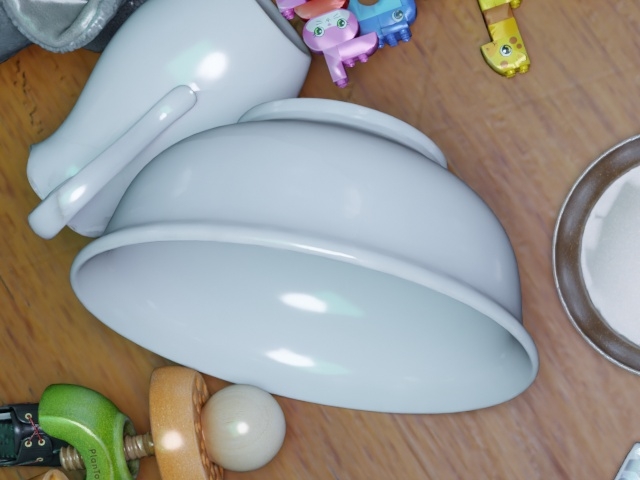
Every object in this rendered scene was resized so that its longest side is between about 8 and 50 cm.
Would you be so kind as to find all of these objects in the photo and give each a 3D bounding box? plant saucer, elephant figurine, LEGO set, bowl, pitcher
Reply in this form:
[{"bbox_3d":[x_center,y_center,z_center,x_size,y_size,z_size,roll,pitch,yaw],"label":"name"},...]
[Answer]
[{"bbox_3d":[0.239,0.010,1.101,0.168,0.029,0.169,-1,87,14],"label":"plant saucer"},{"bbox_3d":[-0.180,-0.197,1.156,0.239,0.186,0.169,4,46,9],"label":"elephant figurine"},{"bbox_3d":[0.096,-0.152,1.123,0.227,0.087,0.093,-19,84,6],"label":"LEGO set"},{"bbox_3d":[0.000,0.000,1.053,0.297,0.298,0.134,6,69,15],"label":"bowl"},{"bbox_3d":[-0.110,-0.083,1.121,0.207,0.178,0.125,-40,102,9],"label":"pitcher"}]

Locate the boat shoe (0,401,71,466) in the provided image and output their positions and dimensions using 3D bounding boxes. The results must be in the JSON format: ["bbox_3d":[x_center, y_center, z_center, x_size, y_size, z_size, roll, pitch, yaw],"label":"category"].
[{"bbox_3d":[-0.210,0.141,1.199,0.133,0.042,0.049,-7,82,12],"label":"boat shoe"}]

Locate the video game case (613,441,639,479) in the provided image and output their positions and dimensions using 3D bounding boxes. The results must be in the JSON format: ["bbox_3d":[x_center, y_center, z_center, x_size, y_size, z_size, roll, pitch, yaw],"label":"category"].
[{"bbox_3d":[0.253,0.259,1.082,0.201,0.023,0.183,28,93,15],"label":"video game case"}]

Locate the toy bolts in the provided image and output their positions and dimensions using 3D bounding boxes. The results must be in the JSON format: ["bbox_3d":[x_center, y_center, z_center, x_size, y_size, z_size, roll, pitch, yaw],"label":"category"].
[{"bbox_3d":[-0.095,0.213,1.092,0.158,0.218,0.229,-9,105,7],"label":"toy bolts"}]
